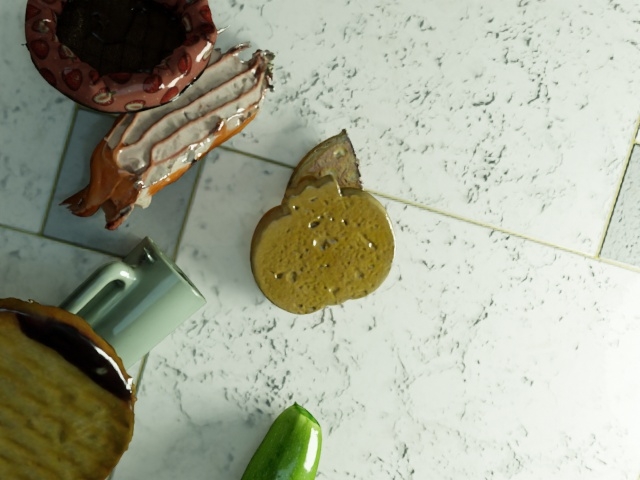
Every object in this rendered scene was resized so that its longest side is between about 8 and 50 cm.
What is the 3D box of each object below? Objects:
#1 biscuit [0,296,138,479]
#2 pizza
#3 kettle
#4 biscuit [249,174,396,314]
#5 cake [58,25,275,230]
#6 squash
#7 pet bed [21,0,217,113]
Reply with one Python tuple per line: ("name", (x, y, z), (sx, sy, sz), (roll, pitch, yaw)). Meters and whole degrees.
("biscuit", (-0.351, 0.183, 1.350), (0.318, 0.040, 0.318), (-6, 127, -8))
("pizza", (0.001, -0.066, 1.480), (0.099, 0.029, 0.100), (-20, 100, -3))
("kettle", (-0.209, 0.078, 1.397), (0.148, 0.127, 0.098), (-42, 88, -3))
("biscuit", (-0.001, -0.001, 1.465), (0.170, 0.050, 0.170), (-4, 116, -9))
("cake", (-0.154, -0.121, 1.392), (0.098, 0.135, 0.287), (44, 76, -1))
("squash", (-0.075, 0.326, 1.485), (0.082, 0.082, 0.292), (28, 90, -16))
("pet bed", (-0.210, -0.217, 1.346), (0.201, 0.053, 0.201), (6, 60, -11))
